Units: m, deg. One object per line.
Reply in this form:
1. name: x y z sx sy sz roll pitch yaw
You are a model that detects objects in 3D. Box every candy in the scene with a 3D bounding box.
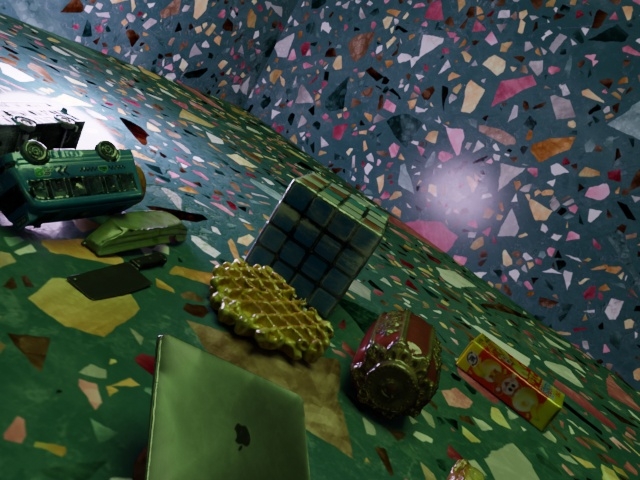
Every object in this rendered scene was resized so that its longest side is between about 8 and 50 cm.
1. candy: 0.517 0.378 1.491 0.276 0.088 0.146 39 16 23

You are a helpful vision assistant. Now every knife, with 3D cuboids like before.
1. knife: -0.346 0.065 0.994 0.072 0.019 0.245 38 19 10

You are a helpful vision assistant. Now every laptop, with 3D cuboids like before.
1. laptop: -0.099 0.239 0.664 0.269 0.015 0.188 38 31 -40

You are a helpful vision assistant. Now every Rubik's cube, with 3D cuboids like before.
1. Rubik's cube: 0.000 -0.001 1.389 0.259 0.256 0.253 33 15 5

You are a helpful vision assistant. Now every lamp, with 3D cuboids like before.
1. lamp: 0.157 0.241 1.107 0.177 0.177 0.274 33 18 6

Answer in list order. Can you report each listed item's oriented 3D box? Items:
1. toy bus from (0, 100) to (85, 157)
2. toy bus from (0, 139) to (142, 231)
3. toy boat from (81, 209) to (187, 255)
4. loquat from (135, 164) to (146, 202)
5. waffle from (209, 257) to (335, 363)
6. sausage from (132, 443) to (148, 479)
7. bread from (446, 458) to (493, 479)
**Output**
1. toy bus: -0.657 -0.240 1.199 0.131 0.106 0.297 27 17 2
2. toy bus: -0.461 -0.102 1.003 0.246 0.113 0.134 -17 86 -54
3. toy boat: -0.368 -0.020 1.136 0.093 0.055 0.293 31 15 12
4. loquat: -0.448 -0.125 1.199 0.137 0.137 0.113 16 56 -44
5. waffle: -0.102 0.141 1.123 0.283 0.065 0.309 26 19 -9
6. sausage: -0.150 0.246 0.673 0.077 0.077 0.194 35 17 16
7. bread: 0.204 0.414 0.690 0.143 0.139 0.229 32 16 -5
